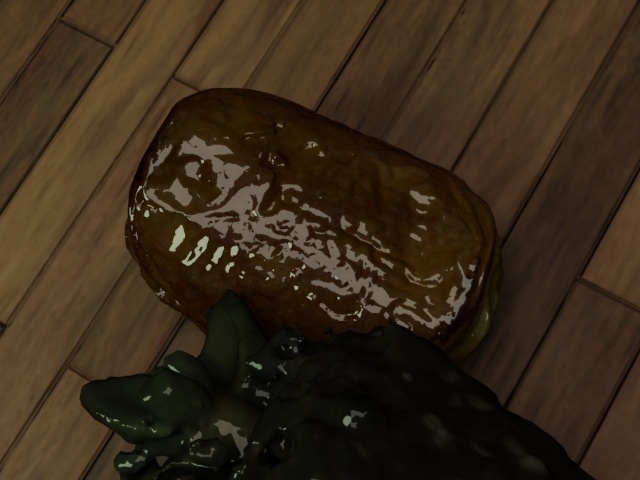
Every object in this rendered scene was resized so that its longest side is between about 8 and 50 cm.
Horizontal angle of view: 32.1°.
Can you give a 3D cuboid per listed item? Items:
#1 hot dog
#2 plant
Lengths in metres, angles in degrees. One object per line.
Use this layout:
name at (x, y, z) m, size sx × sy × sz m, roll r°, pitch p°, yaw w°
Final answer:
hot dog at (0.000, 0.000, 0.815) m, size 0.272 × 0.122 × 0.196 m, roll 21°, pitch 78°, yaw 6°
plant at (-0.002, 0.154, 0.685) m, size 0.312 × 0.215 × 0.213 m, roll 37°, pitch 120°, yaw 3°
